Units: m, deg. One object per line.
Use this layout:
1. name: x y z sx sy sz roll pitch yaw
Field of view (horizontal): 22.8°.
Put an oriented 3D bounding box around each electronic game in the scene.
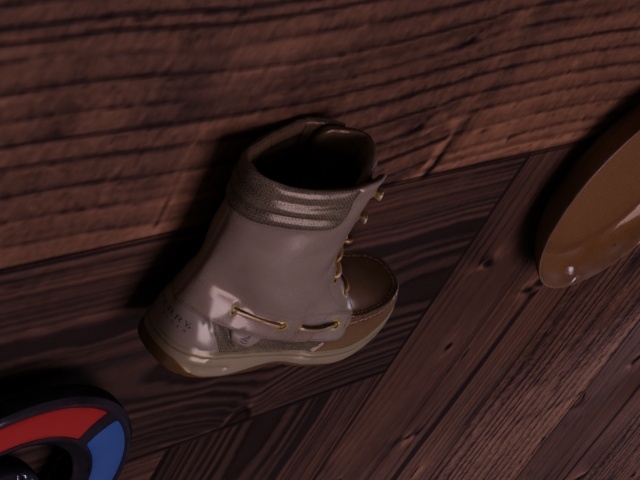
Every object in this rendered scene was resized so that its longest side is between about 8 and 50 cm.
1. electronic game: -0.217 0.174 0.999 0.229 0.048 0.229 -33 154 -18

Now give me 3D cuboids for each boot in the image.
1. boot: 0.000 0.000 1.001 0.213 0.077 0.165 -9 138 -46

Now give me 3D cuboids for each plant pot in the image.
1. plant pot: 0.267 -0.054 1.361 0.236 0.032 0.236 -34 155 -18
